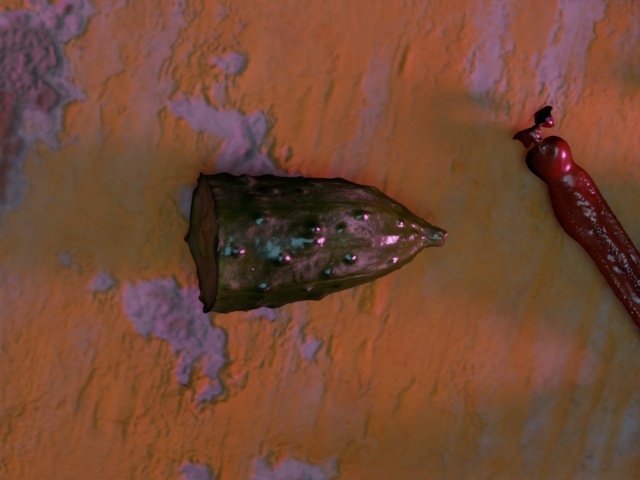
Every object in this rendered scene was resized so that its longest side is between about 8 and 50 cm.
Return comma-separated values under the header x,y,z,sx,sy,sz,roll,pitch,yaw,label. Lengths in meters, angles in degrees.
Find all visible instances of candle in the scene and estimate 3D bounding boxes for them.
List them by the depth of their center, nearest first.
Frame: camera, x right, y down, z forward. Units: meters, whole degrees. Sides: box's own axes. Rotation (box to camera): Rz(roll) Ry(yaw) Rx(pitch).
x,y,z,sx,sy,sz,roll,pitch,yaw,label
0.291,0.016,1.782,0.051,0.048,0.329,-23,108,38,candle

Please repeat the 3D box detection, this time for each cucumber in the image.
x,y,z,sx,sy,sz,roll,pitch,yaw,label
-0.001,-0.003,1.696,0.244,0.134,0.134,-1,101,-12,cucumber
